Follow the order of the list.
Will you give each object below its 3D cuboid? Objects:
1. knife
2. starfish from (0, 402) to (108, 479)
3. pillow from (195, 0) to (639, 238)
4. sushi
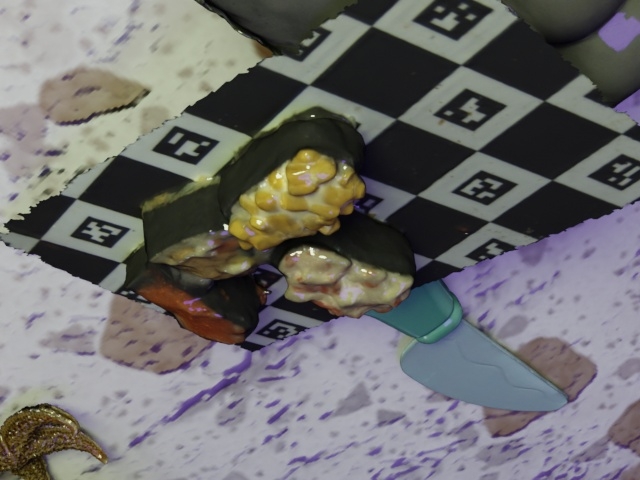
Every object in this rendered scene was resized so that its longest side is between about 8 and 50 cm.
[{"bbox_3d":[0.072,0.060,0.751,0.063,0.034,0.260,-34,137,13],"label":"knife"},{"bbox_3d":[-0.159,0.116,0.695,0.091,0.028,0.078,-3,135,-25],"label":"starfish"},{"bbox_3d":[0.109,-0.166,0.526,0.326,0.101,0.228,-39,136,13],"label":"pillow"},{"bbox_3d":[0.000,0.000,0.573,0.279,0.043,0.192,-24,142,35],"label":"sushi"}]
